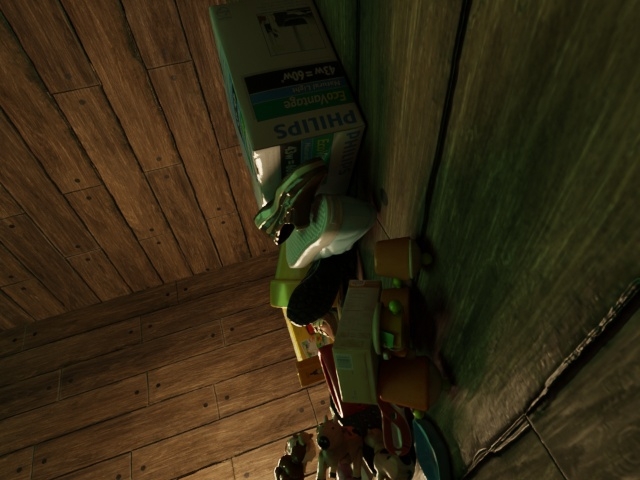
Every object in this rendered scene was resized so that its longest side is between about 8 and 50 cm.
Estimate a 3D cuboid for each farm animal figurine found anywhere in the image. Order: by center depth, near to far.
[{"bbox_3d":[0.061,0.539,1.048,0.327,0.330,0.172,74,-159,-71],"label":"farm animal figurine"}]

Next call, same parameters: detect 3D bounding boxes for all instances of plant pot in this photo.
[{"bbox_3d":[0.102,0.358,1.115,0.191,0.174,0.191,164,90,-80],"label":"plant pot"},{"bbox_3d":[-0.035,0.083,1.297,0.254,0.254,0.239,160,108,-80],"label":"plant pot"}]

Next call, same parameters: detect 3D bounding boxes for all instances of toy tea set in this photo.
[{"bbox_3d":[0.166,0.152,0.725,0.200,0.124,0.336,-73,-23,-47],"label":"toy tea set"}]

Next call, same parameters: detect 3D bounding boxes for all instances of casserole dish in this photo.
[{"bbox_3d":[0.248,0.477,0.906,0.114,0.037,0.188,-125,22,-63],"label":"casserole dish"}]

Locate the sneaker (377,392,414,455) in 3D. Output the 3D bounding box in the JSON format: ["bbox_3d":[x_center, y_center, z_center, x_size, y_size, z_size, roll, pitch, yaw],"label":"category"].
[{"bbox_3d":[0.180,0.384,0.992,0.128,0.087,0.221,39,-127,-71],"label":"sneaker"}]

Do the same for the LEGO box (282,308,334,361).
[{"bbox_3d":[-0.069,0.461,2.188,0.372,0.193,0.500,95,157,-65],"label":"LEGO box"}]

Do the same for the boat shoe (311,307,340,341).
[{"bbox_3d":[0.019,0.353,1.742,0.324,0.116,0.123,-138,32,-72],"label":"boat shoe"}]

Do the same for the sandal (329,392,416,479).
[{"bbox_3d":[0.150,0.563,1.278,0.107,0.167,0.446,52,-178,-30],"label":"sandal"}]

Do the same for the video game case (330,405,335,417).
[{"bbox_3d":[0.139,0.738,1.599,0.232,0.041,0.210,31,-148,-54],"label":"video game case"}]

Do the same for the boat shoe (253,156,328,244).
[{"bbox_3d":[-0.047,-0.070,0.850,0.095,0.095,0.257,56,143,6],"label":"boat shoe"}]

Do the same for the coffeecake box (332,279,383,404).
[{"bbox_3d":[0.081,0.186,0.782,0.185,0.068,0.142,-67,-28,-54],"label":"coffeecake box"}]

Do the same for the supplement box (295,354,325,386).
[{"bbox_3d":[0.027,0.463,1.532,0.080,0.233,0.078,-147,42,-75],"label":"supplement box"}]

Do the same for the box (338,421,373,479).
[{"bbox_3d":[0.120,0.685,1.397,0.169,0.087,0.290,61,-165,6],"label":"box"}]

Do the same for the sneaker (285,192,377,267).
[{"bbox_3d":[0.017,-0.006,0.981,0.366,0.150,0.135,151,122,-68],"label":"sneaker"}]

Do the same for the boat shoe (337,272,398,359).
[{"bbox_3d":[0.104,0.190,1.005,0.342,0.123,0.123,-105,7,-65],"label":"boat shoe"}]

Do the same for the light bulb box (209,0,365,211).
[{"bbox_3d":[-0.083,-0.284,0.956,0.358,0.225,0.361,101,152,-69],"label":"light bulb box"}]

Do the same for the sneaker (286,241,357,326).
[{"bbox_3d":[0.007,0.106,1.127,0.107,0.283,0.124,34,176,-2],"label":"sneaker"}]
